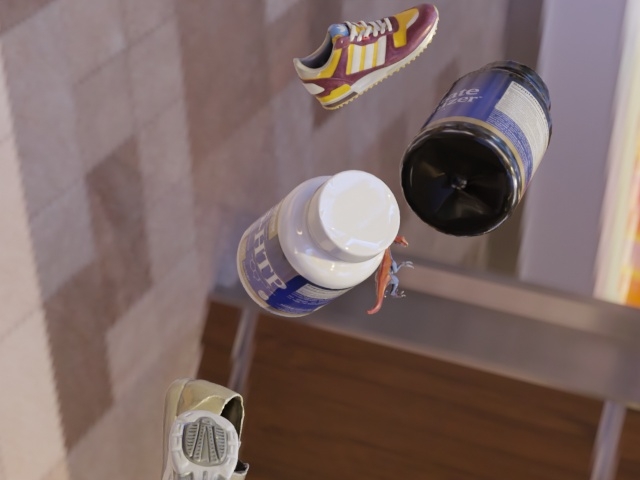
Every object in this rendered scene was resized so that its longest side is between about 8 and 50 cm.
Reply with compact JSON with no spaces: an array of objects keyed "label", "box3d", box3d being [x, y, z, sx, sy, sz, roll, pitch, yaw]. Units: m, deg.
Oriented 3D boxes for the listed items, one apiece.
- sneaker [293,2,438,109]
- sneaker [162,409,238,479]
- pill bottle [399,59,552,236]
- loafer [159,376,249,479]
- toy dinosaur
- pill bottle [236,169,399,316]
[{"label":"sneaker","box3d":[0.056,-0.240,1.976,0.084,0.185,0.069,48,10,-30]},{"label":"sneaker","box3d":[-0.132,0.298,1.687,0.115,0.090,0.232,108,-7,-48]},{"label":"pill bottle","box3d":[0.167,-0.102,1.652,0.219,0.123,0.122,-55,149,-57]},{"label":"loafer","box3d":[-0.137,0.293,1.931,0.102,0.092,0.268,18,66,-59]},{"label":"toy dinosaur","box3d":[0.089,0.037,2.047,0.090,0.047,0.082,-61,153,-47]},{"label":"pill bottle","box3d":[0.000,0.000,1.572,0.112,0.112,0.187,-64,-167,-26]}]
